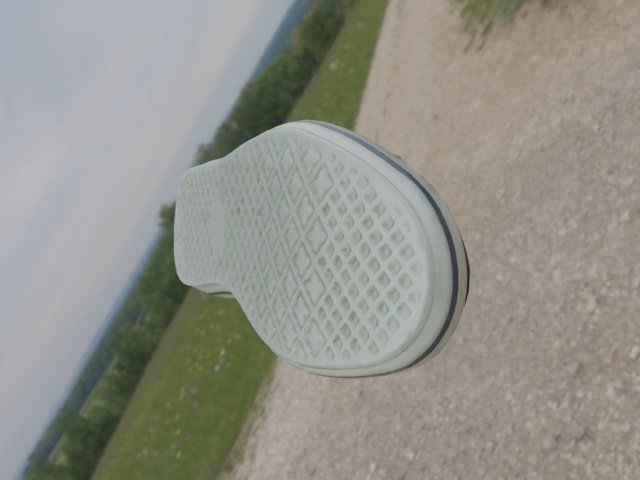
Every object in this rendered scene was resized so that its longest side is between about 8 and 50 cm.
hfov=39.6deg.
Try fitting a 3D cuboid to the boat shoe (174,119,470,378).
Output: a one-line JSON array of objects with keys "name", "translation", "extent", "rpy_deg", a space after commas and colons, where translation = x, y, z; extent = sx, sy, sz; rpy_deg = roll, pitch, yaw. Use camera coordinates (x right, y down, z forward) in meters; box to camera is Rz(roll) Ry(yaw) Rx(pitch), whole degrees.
[{"name": "boat shoe", "translation": [0.000, 0.000, 0.765], "extent": [0.500, 0.156, 0.186], "rpy_deg": [-171, 85, -68]}]
